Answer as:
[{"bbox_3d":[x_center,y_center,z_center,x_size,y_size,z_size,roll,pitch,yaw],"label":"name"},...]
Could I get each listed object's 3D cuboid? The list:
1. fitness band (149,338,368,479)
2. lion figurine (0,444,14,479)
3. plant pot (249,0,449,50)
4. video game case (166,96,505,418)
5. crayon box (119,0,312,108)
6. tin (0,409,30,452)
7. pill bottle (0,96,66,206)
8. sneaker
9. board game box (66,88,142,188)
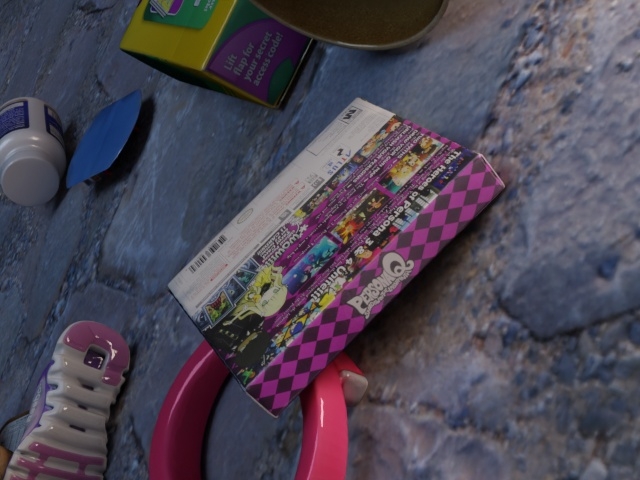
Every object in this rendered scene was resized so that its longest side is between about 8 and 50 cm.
[{"bbox_3d":[-0.056,0.159,0.872,0.209,0.054,0.291,-63,28,8],"label":"fitness band"},{"bbox_3d":[-0.409,0.279,1.230,0.392,0.142,0.240,3,77,40],"label":"lion figurine"},{"bbox_3d":[0.051,-0.336,0.944,0.237,0.237,0.254,-15,40,54],"label":"plant pot"},{"bbox_3d":[0.000,0.000,0.841,0.232,0.042,0.210,-45,29,-4],"label":"video game case"},{"bbox_3d":[-0.066,-0.344,1.228,0.313,0.106,0.363,28,92,60],"label":"crayon box"},{"bbox_3d":[-0.344,0.252,1.284,0.190,0.040,0.106,-27,50,48],"label":"tin"},{"bbox_3d":[-0.447,-0.133,1.679,0.112,0.112,0.186,-54,30,18],"label":"pill bottle"},{"bbox_3d":[-0.275,0.206,1.159,0.104,0.095,0.236,-34,35,53],"label":"sneaker"},{"bbox_3d":[-0.282,-0.131,1.492,0.169,0.033,0.133,-17,48,47],"label":"board game box"}]
